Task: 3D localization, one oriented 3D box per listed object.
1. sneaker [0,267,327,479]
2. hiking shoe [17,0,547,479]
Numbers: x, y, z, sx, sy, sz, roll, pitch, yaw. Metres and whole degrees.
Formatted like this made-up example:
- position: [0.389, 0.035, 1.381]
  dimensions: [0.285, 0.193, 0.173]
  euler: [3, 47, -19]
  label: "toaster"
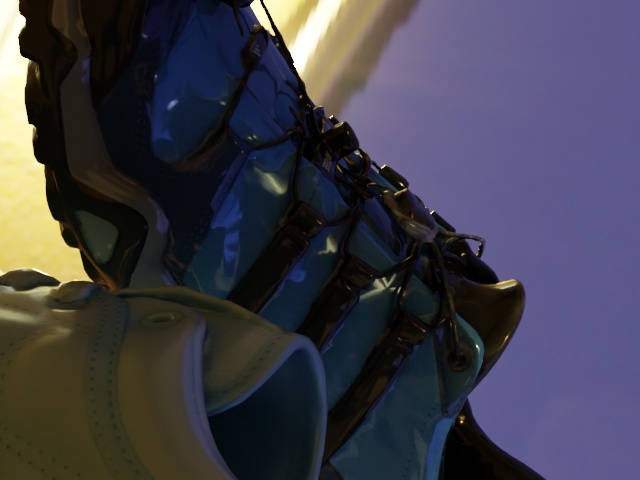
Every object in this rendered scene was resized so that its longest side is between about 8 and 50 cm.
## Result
- position: [-0.078, 0.064, 0.523]
  dimensions: [0.366, 0.150, 0.135]
  euler: [45, -23, 40]
  label: "sneaker"
- position: [0.000, 0.000, 0.597]
  dimensions: [0.113, 0.132, 0.304]
  euler: [-75, 153, -52]
  label: "hiking shoe"
